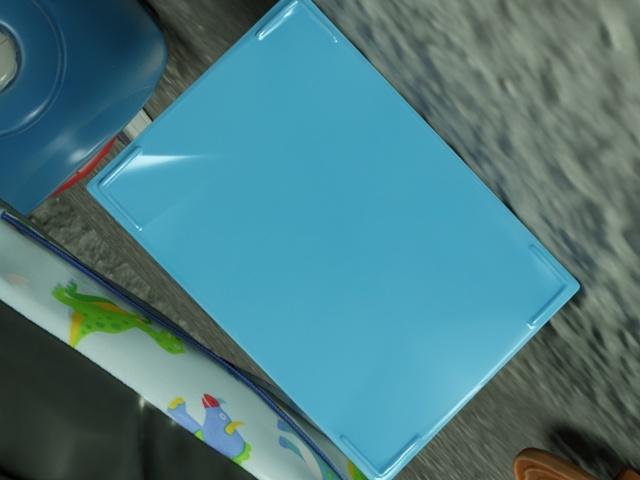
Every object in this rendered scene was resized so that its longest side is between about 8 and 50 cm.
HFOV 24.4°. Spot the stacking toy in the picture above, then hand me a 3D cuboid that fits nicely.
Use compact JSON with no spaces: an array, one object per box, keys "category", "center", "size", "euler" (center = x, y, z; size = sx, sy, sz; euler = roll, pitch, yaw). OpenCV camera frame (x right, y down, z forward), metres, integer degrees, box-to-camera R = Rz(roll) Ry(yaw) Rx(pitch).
[{"category":"stacking toy","center":[-0.202,-0.103,0.966],"size":[0.166,0.175,0.302],"euler":[47,176,-5]}]

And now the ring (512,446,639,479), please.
[{"category":"ring","center":[0.244,0.234,0.855],"size":[0.336,0.032,0.336],"euler":[44,171,9]}]

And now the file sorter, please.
[{"category":"file sorter","center":[0.000,0.000,0.646],"size":[0.170,0.118,0.104],"euler":[46,173,-5]}]

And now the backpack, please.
[{"category":"backpack","center":[-0.119,0.141,0.642],"size":[0.355,0.290,0.273],"euler":[29,-176,6]}]

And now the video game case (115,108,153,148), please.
[{"category":"video game case","center":[-0.206,-0.142,1.194],"size":[0.201,0.023,0.183],"euler":[36,167,44]}]
